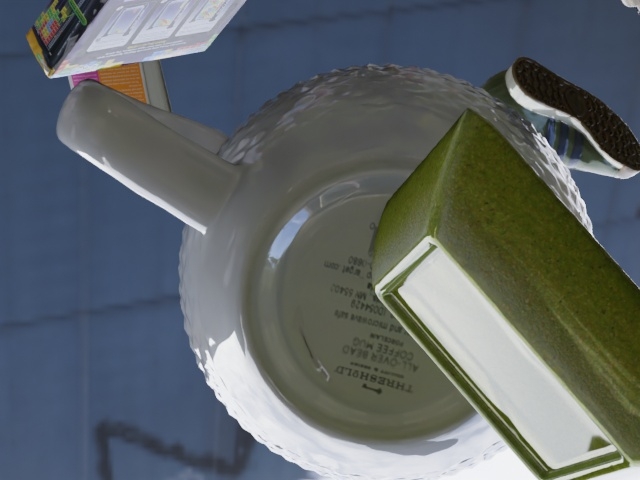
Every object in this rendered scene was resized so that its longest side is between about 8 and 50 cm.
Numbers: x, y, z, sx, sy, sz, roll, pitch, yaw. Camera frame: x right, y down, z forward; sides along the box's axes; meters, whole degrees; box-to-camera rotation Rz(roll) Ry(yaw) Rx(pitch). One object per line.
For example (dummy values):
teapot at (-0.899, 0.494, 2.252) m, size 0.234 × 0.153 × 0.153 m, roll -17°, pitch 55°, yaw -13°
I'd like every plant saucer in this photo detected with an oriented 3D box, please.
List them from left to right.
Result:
plant saucer at (0.094, 0.046, 0.824) m, size 0.045 × 0.188 × 0.188 m, roll -40°, pitch -93°, yaw -15°

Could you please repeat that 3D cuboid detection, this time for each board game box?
board game box at (-0.136, -0.200, 1.463) m, size 0.170 × 0.141 × 0.048 m, roll -16°, pitch -111°, yaw -43°

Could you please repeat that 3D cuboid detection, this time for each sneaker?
sneaker at (0.215, -0.103, 1.690) m, size 0.192 × 0.086 × 0.064 m, roll 29°, pitch -133°, yaw -35°

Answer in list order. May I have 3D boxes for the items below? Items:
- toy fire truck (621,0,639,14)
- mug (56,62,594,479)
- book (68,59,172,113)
toy fire truck at (0.399, -0.371, 1.950) m, size 0.217 × 0.158 × 0.246 m, roll -27°, pitch -136°, yaw 14°
mug at (0.000, 0.000, 1.163) m, size 0.374 × 0.276 × 0.328 m, roll 29°, pitch -175°, yaw 0°
book at (-0.194, -0.151, 1.681) m, size 0.096 × 0.144 × 0.035 m, roll -1°, pitch -162°, yaw 32°
